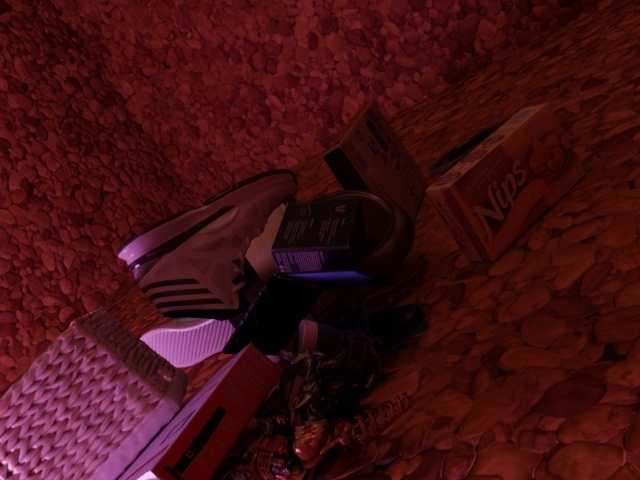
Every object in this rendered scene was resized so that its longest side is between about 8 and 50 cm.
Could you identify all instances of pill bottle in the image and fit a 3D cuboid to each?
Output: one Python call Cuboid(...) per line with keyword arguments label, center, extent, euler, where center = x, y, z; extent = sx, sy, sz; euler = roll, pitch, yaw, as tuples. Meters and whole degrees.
Cuboid(label="pill bottle", center=(-0.026, 0.128, 1.516), extent=(0.301, 0.169, 0.169), euler=(-40, 16, -24))
Cuboid(label="pill bottle", center=(-0.174, 0.154, 1.642), extent=(0.123, 0.219, 0.123), euler=(-31, 15, 9))

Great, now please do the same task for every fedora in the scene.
Cuboid(label="fedora", center=(0.404, -0.193, 1.710), extent=(0.244, 0.124, 0.275), euler=(-37, 6, -22))

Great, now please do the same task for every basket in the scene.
Cuboid(label="basket", center=(-0.479, 0.347, 1.396), extent=(0.331, 0.266, 0.328), euler=(-49, 5, -5))

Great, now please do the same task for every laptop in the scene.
Cuboid(label="laptop", center=(-0.014, 0.140, 1.269), extent=(0.264, 0.136, 0.234), euler=(-57, -25, 4))

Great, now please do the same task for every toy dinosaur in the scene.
Cuboid(label="toy dinosaur", center=(0.004, 0.296, 1.051), extent=(0.322, 0.164, 0.218), euler=(-8, 38, 19))

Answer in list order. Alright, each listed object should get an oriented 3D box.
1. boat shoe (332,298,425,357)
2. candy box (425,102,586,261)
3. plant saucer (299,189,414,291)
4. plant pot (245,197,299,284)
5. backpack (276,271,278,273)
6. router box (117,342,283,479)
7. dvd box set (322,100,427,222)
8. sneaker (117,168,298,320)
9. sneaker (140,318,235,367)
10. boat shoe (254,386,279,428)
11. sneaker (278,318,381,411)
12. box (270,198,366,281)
Cuboid(label="boat shoe", center=(0.071, 0.180, 1.296), extent=(0.258, 0.089, 0.109), euler=(-29, 15, 15))
Cuboid(label="candy box", center=(0.386, -0.121, 1.402), extent=(0.316, 0.183, 0.087), euler=(-39, 15, -20))
Cuboid(label="plant saucer", center=(0.048, -0.017, 1.490), extent=(0.311, 0.050, 0.310), euler=(-9, 41, 8))
Cuboid(label="plant pot", center=(-0.134, 0.017, 1.993), extent=(0.254, 0.276, 0.276), euler=(-44, 13, 9))
Cuboid(label="backpack", center=(-0.039, 0.087, 1.716), extent=(0.117, 0.158, 0.173), euler=(-6, 39, 24))
Cuboid(label="router box", center=(-0.243, 0.366, 1.197), extent=(0.335, 0.082, 0.301), euler=(-44, 5, 41))
Cuboid(label="dvd box set", center=(0.164, -0.188, 1.856), extent=(0.062, 0.307, 0.420), euler=(-29, 16, 27))
Cuboid(label="sneaker", center=(-0.197, 0.027, 1.528), extent=(0.447, 0.257, 0.169), euler=(-30, 1, -27))
Cuboid(label="sneaker", center=(-0.325, 0.244, 1.877), extent=(0.366, 0.135, 0.150), euler=(-15, 20, 21))
Cuboid(label="boat shoe", center=(-0.082, 0.307, 1.315), extent=(0.125, 0.038, 0.046), euler=(-43, 18, -33))
Cuboid(label="sneaker", center=(0.018, 0.248, 1.218), extent=(0.086, 0.163, 0.226), euler=(-105, 29, -54))
Cuboid(label="box", center=(0.000, 0.000, 1.373), extent=(0.158, 0.093, 0.156), euler=(-2, 40, 16))
